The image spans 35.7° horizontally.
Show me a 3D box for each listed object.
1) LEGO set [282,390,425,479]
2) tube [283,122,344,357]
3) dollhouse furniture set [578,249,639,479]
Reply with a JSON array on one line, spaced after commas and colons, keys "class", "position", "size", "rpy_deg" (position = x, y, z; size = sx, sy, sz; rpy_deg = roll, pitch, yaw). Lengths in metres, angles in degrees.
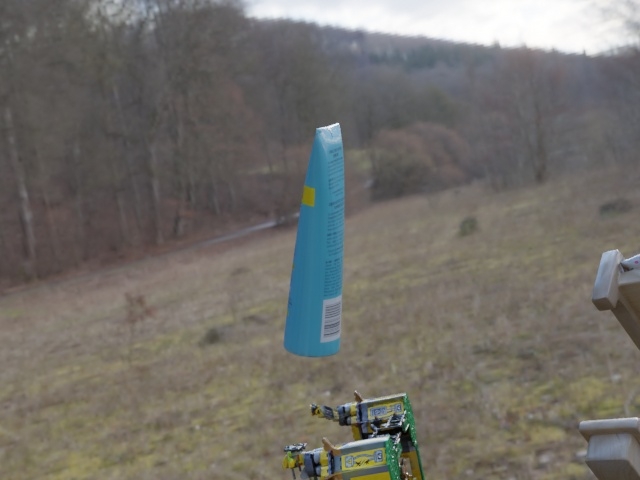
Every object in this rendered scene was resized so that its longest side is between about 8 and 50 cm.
[{"class": "LEGO set", "position": [0.008, 0.295, 1.030], "size": [0.192, 0.255, 0.331], "rpy_deg": [-12, 8, 9]}, {"class": "tube", "position": [0.000, 0.000, 0.894], "size": [0.052, 0.207, 0.080], "rpy_deg": [7, 12, 8]}, {"class": "dollhouse furniture set", "position": [0.278, 0.032, 0.655], "size": [0.303, 0.355, 0.174], "rpy_deg": [-14, 37, 40]}]
